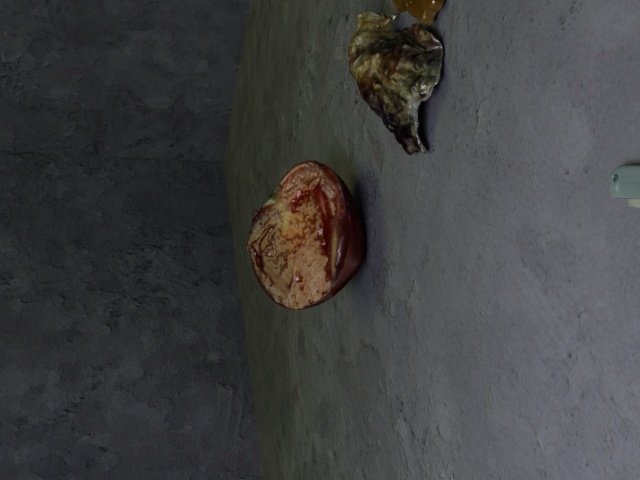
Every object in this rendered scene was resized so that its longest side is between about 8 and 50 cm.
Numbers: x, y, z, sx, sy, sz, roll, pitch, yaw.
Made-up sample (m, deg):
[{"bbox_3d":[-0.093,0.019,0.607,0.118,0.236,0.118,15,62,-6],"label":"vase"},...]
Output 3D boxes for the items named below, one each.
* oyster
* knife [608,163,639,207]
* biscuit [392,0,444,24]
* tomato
[{"bbox_3d":[0.126,-0.289,1.284,0.271,0.101,0.275,7,91,59],"label":"oyster"},{"bbox_3d":[0.328,-0.048,0.684,0.162,0.023,0.044,-154,68,-73],"label":"knife"},{"bbox_3d":[0.171,-0.462,1.250,0.225,0.036,0.165,-113,33,-50],"label":"biscuit"},{"bbox_3d":[0.002,-0.002,1.546,0.309,0.170,0.308,-5,82,40],"label":"tomato"}]
